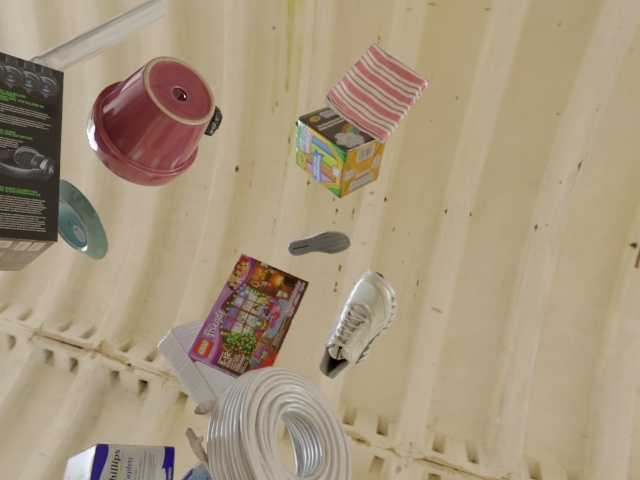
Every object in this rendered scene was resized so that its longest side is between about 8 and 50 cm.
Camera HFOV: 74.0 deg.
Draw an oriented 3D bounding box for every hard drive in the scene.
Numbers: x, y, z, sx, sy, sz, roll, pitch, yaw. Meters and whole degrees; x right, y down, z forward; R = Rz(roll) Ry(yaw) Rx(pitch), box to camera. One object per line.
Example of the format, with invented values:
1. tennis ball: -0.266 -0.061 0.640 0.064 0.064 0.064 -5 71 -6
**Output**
1. hard drive: -0.526 -0.427 0.944 0.233 0.047 0.353 -6 -141 34

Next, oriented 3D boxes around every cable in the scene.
1. cable: -0.056 0.323 0.668 0.089 0.257 0.257 -37 -100 26

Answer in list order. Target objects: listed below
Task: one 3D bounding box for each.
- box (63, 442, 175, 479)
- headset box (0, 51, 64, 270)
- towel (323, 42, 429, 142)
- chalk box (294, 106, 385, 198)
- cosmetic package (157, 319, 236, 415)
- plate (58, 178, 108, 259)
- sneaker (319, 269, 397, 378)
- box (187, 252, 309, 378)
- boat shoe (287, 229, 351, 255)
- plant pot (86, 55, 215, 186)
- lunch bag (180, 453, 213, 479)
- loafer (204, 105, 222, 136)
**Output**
1. box: -0.341 0.395 0.718 0.126 0.137 0.072 -34 -132 33
2. headset box: -0.493 -0.113 0.639 0.246 0.131 0.283 -16 -106 44
3. towel: 0.113 -0.292 0.822 0.144 0.029 0.197 36 -113 3
4. chalk box: 0.038 -0.304 1.354 0.180 0.179 0.289 -29 -125 -30
5. cosmetic package: -0.321 0.337 1.147 0.231 0.117 0.085 47 -68 15
6. plate: -0.515 -0.037 0.881 0.188 0.188 0.024 29 -141 17
7. sneaker: 0.075 0.193 0.922 0.110 0.292 0.118 35 -142 26
8. box: -0.176 0.200 1.087 0.200 0.057 0.293 23 -117 2
9. boat shoe: 0.000 0.000 1.444 0.226 0.076 0.083 -4 -72 19
10. plant pot: -0.293 -0.225 0.773 0.180 0.201 0.201 -25 -122 41
11. lunch bag: -0.271 0.681 1.184 0.115 0.243 0.303 27 -144 30
12. loafer: -0.350 -0.318 1.029 0.223 0.076 0.078 21 -108 0
